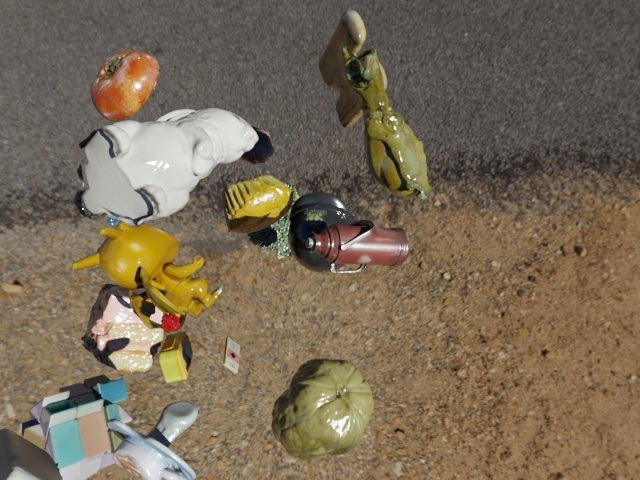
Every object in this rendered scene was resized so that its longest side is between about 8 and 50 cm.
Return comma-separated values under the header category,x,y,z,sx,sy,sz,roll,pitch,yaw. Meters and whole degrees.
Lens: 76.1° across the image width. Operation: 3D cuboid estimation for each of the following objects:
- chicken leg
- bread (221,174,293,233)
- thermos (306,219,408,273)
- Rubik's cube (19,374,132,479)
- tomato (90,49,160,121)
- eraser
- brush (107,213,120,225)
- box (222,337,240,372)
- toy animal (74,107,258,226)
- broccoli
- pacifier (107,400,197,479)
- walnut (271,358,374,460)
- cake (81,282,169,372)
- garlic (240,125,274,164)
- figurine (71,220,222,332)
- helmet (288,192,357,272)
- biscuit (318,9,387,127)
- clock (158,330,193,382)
category,x,y,z,sx,sy,sz,roll,pitch,yaw
chicken leg,0.164,-0.297,1.056,0.152,0.429,0.201,-13,38,23
bread,-0.205,-0.118,1.328,0.240,0.240,0.139,-23,74,-14
thermos,0.077,0.015,0.936,0.232,0.099,0.124,2,100,-22
Rubik's cube,-0.939,0.741,1.607,0.358,0.368,0.387,-5,36,-49
tomato,-0.589,-0.468,1.202,0.236,0.095,0.237,-14,61,27
eraser,-0.672,0.555,0.846,0.331,0.331,0.150,-43,118,-19
brush,-0.547,-0.094,1.121,0.051,0.014,0.164,15,37,-15
box,-0.224,0.289,1.031,0.012,0.046,0.083,-33,32,15
toy animal,-0.300,-0.177,0.844,0.257,0.194,0.357,-3,28,30
broccoli,-0.163,-0.092,1.834,0.334,0.272,0.324,39,105,11
pacifier,-0.412,0.516,1.075,0.279,0.227,0.207,10,47,26
walnut,0.009,0.486,1.185,0.253,0.277,0.282,34,34,6
cake,-0.831,0.362,1.754,0.293,0.314,0.307,20,87,-36
garlic,-0.261,-0.371,1.586,0.159,0.102,0.147,46,103,9
figurine,-0.520,0.109,1.286,0.387,0.401,0.268,43,67,-12
helmet,0.000,0.000,1.281,0.230,0.279,0.160,3,49,16
biscuit,0.086,-0.479,1.180,0.062,0.290,0.237,-23,89,-18
clock,-0.600,0.483,1.708,0.096,0.202,0.143,-9,106,-7
